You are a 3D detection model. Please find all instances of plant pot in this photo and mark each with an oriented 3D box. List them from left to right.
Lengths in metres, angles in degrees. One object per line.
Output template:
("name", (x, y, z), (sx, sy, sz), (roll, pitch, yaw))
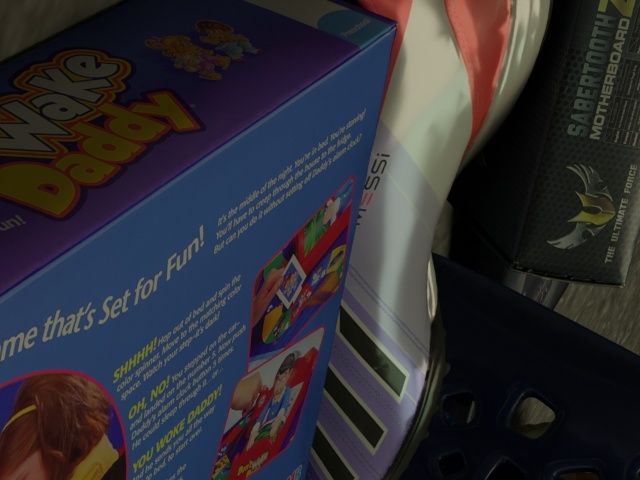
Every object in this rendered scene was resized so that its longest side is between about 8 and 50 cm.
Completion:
("plant pot", (0.099, 0.182, 0.966), (0.212, 0.236, 0.236), (-52, 157, -22))

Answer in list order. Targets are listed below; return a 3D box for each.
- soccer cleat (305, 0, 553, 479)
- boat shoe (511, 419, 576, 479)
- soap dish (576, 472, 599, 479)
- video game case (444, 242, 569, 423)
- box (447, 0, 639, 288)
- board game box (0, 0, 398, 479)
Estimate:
("soccer cleat", (0.000, 0.000, 0.718), (0.116, 0.108, 0.318), (-11, 129, -39))
("boat shoe", (0.162, 0.195, 1.375), (0.285, 0.089, 0.105), (47, 41, -72))
("soap dish", (0.231, 0.361, 1.661), (0.291, 0.118, 0.229), (-67, 160, 2))
("video game case", (0.148, 0.009, 1.161), (0.196, 0.026, 0.274), (-53, 160, -34))
("box", (0.111, -0.117, 0.751), (0.183, 0.059, 0.233), (-120, -140, -69))
("board game box", (-0.103, 0.073, 0.528), (0.347, 0.078, 0.233), (-40, 147, -52))
